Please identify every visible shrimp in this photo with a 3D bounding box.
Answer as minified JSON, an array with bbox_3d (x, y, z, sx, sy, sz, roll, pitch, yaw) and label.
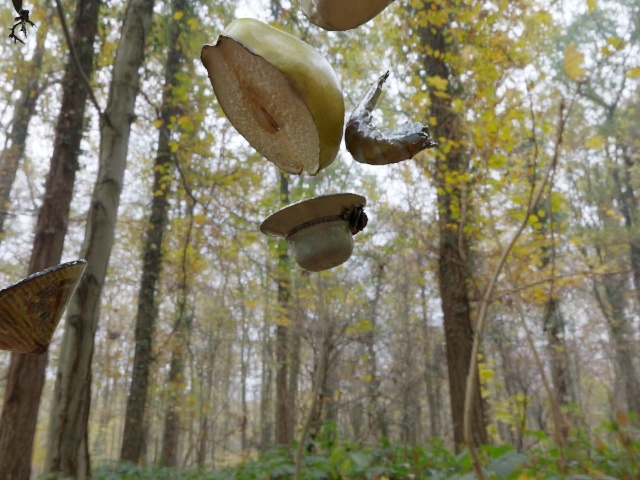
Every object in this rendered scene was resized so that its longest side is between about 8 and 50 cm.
[{"bbox_3d":[0.137,-0.262,1.387,0.185,0.287,0.068,-32,-47,13],"label":"shrimp"}]

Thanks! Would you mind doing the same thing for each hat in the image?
[{"bbox_3d":[-0.357,0.102,0.728,0.193,0.082,0.193,-30,2,1],"label":"hat"},{"bbox_3d":[0.000,0.000,1.338,0.257,0.130,0.257,-15,-13,-3],"label":"hat"}]

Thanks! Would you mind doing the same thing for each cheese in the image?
[{"bbox_3d":[0.042,-0.472,0.950,0.248,0.174,0.251,-44,-25,12],"label":"cheese"}]

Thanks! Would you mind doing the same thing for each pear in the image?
[{"bbox_3d":[-0.084,-0.354,1.414,0.340,0.191,0.386,5,-46,53],"label":"pear"}]

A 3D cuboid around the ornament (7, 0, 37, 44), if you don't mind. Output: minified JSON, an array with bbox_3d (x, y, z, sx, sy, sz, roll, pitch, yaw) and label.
[{"bbox_3d":[-0.413,-0.318,0.776,0.073,0.028,0.125,0,-62,15],"label":"ornament"}]
